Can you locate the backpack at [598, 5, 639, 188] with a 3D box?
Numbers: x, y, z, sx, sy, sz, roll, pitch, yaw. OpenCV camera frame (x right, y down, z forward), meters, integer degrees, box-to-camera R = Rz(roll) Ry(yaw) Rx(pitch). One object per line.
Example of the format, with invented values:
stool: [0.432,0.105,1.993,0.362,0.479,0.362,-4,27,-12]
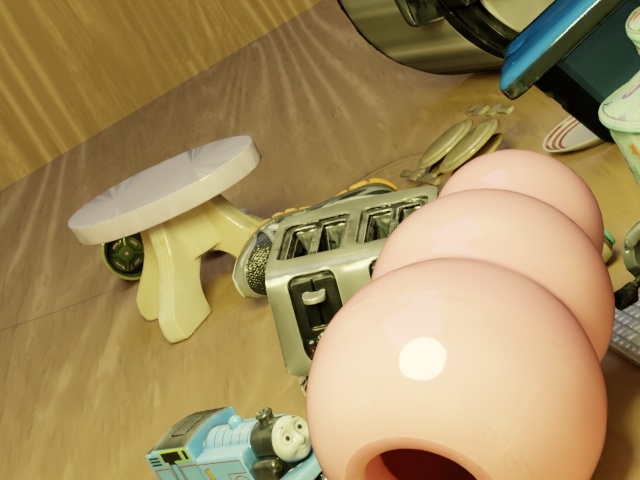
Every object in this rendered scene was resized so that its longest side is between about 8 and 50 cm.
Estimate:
backpack: [0.370,-0.142,1.640,0.253,0.191,0.225,-38,16,-6]

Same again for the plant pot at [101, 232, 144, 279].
plant pot: [-0.261,0.016,2.577,0.083,0.083,0.079,-34,2,-13]

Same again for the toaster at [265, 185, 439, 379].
toaster: [0.047,0.035,1.751,0.168,0.110,0.186,-11,20,10]

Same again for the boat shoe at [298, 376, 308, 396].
boat shoe: [-0.004,0.130,1.757,0.035,0.035,0.100,-33,21,-19]

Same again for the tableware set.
tableware set: [0.167,-0.101,2.174,0.128,0.039,0.194,-44,10,-4]

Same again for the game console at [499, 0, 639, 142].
game console: [0.332,-0.211,1.796,0.293,0.173,0.250,-44,7,18]

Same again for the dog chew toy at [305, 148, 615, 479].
dog chew toy: [0.117,0.060,1.339,0.206,0.207,0.332,-20,29,35]

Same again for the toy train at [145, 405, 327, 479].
toy train: [-0.056,0.187,1.527,0.184,0.105,0.080,-14,22,49]

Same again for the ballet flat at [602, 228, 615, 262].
ballet flat: [0.196,-0.011,1.752,0.086,0.086,0.248,-31,15,-2]

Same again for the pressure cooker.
pressure cooker: [0.241,-0.397,2.370,0.420,0.375,0.370,6,78,66]

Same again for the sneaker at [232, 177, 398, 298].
sneaker: [0.000,0.000,2.086,0.215,0.084,0.083,-31,19,-4]

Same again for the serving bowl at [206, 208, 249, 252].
serving bowl: [-0.124,-0.008,2.457,0.083,0.027,0.083,-28,15,9]

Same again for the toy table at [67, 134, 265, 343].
toy table: [-0.154,-0.006,2.250,0.274,0.161,0.252,-15,21,46]

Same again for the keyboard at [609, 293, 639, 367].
keyboard: [0.272,0.076,1.426,0.072,0.014,0.256,-32,15,-5]

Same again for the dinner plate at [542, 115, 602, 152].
dinner plate: [0.304,-0.129,2.029,0.141,0.017,0.141,-28,16,9]

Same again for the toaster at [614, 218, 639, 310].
toaster: [0.320,0.002,1.316,0.146,0.129,0.227,-26,-4,-28]
